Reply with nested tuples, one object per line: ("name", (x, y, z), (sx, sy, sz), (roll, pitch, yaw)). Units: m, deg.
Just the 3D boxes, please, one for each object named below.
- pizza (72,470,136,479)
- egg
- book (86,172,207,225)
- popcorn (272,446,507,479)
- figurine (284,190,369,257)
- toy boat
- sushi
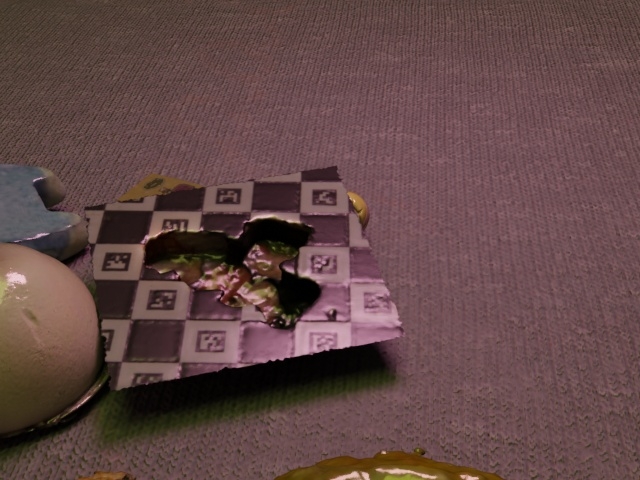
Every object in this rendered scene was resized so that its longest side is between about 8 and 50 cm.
("pizza", (-0.271, 0.333, 0.811), (0.280, 0.075, 0.287), (-16, 34, -10))
("egg", (-0.382, 0.081, 1.101), (0.286, 0.174, 0.264), (22, 38, 37))
("book", (-0.214, -0.034, 1.397), (0.192, 0.013, 0.168), (15, 39, 26))
("popcorn", (0.063, 0.288, 0.690), (0.282, 0.282, 0.247), (-11, 22, -11))
("figurine", (0.000, 0.000, 1.295), (0.083, 0.083, 0.187), (23, 57, 33))
("toy boat", (-0.487, -0.003, 1.313), (0.330, 0.123, 0.215), (-11, 42, -31))
("sushi", (-0.099, 0.055, 1.188), (0.339, 0.068, 0.320), (-10, 43, -12))
